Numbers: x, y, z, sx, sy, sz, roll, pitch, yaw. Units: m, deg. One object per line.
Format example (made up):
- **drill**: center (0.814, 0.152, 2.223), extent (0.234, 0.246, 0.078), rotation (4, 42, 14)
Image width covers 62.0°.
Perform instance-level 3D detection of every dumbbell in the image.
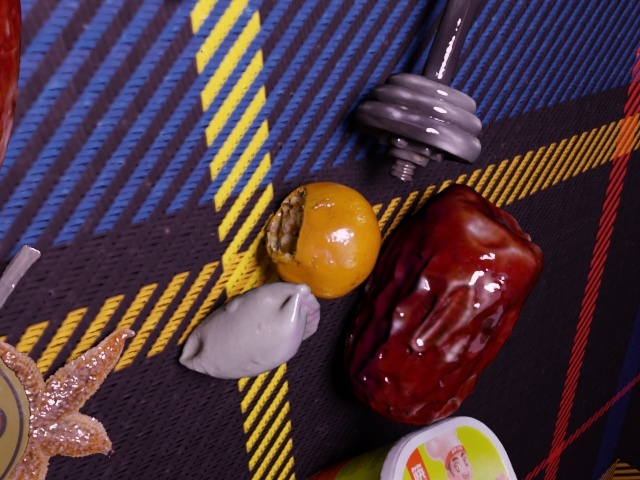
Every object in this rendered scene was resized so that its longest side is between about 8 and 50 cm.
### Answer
- **dumbbell**: center (0.172, -0.272, 0.690), extent (0.179, 0.179, 0.407), rotation (12, 101, -43)

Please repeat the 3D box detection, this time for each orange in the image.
- **orange**: center (0.000, 0.000, 0.685), extent (0.134, 0.154, 0.155), rotation (6, 106, -51)

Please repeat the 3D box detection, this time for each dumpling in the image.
- **dumpling**: center (-0.077, 0.112, 0.693), extent (0.216, 0.105, 0.149), rotation (-35, 179, 27)

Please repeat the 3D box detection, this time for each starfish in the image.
- **starfish**: center (-0.336, 0.201, 0.564), extent (0.231, 0.048, 0.295), rotation (33, 83, -32)

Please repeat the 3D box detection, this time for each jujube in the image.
- **jujube**: center (0.184, 0.102, 0.825), extent (0.258, 0.258, 0.377), rotation (12, 103, -43)

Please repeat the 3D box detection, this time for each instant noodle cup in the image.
- **instant noodle cup**: center (0.128, 0.454, 0.865), extent (0.293, 0.308, 0.294), rotation (18, 56, -29)

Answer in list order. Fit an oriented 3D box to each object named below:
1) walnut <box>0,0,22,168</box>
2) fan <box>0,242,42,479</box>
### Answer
- **walnut**: center (-0.302, -0.150, 0.346), extent (0.221, 0.244, 0.269), rotation (9, 116, -3)
- **fan**: center (-0.372, 0.142, 0.496), extent (0.229, 0.011, 0.335), rotation (37, 85, -28)
